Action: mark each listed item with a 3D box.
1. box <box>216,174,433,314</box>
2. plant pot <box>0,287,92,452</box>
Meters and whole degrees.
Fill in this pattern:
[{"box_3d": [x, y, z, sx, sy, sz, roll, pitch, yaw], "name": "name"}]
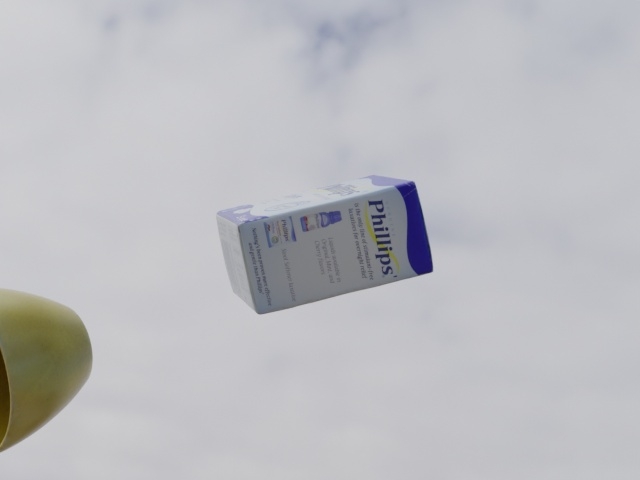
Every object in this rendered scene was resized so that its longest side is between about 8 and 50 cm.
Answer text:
[{"box_3d": [0.000, 0.000, 1.018, 0.137, 0.072, 0.126, -13, 8, -11], "name": "box"}, {"box_3d": [-0.238, 0.095, 1.062, 0.095, 0.134, 0.134, -12, -8, -41], "name": "plant pot"}]
